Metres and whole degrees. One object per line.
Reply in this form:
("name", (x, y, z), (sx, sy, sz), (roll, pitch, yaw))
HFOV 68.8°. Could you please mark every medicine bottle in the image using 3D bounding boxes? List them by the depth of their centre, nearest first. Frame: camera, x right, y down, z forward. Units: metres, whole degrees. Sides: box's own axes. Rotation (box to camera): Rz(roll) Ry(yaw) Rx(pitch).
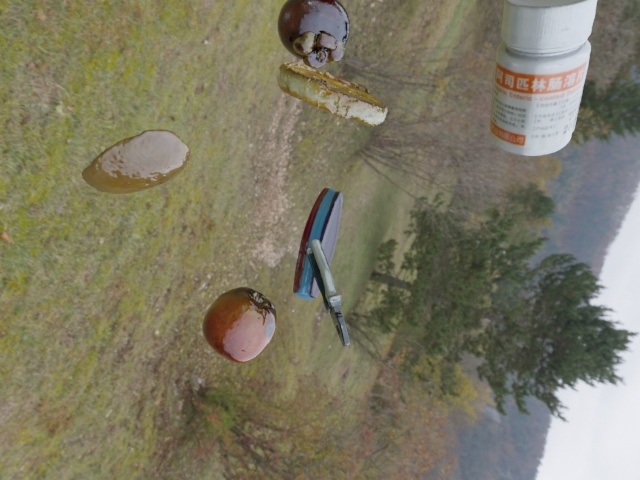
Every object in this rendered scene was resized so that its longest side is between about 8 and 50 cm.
("medicine bottle", (0.541, -0.415, 1.158), (0.211, 0.211, 0.371), (-52, 145, -35))

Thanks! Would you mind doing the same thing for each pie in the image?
("pie", (0.037, -0.382, 1.240), (0.315, 0.315, 0.092), (-23, 140, -60))

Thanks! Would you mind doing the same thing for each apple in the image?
("apple", (-0.247, 0.256, 1.453), (0.230, 0.230, 0.230), (-49, 150, -40))

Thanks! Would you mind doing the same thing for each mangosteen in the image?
("mangosteen", (-0.009, -0.364, 0.823), (0.140, 0.140, 0.140), (-49, 150, -40))

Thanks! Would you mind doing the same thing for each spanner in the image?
("spanner", (0.024, 0.149, 1.353), (0.040, 0.324, 0.095), (-11, 155, -18))

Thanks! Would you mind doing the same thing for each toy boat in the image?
("toy boat", (0.000, 0.000, 1.518), (0.136, 0.079, 0.392), (33, 65, -45))

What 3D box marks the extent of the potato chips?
("potato chips", (-0.324, -0.126, 0.838), (0.150, 0.202, 0.049), (44, 31, -66))
